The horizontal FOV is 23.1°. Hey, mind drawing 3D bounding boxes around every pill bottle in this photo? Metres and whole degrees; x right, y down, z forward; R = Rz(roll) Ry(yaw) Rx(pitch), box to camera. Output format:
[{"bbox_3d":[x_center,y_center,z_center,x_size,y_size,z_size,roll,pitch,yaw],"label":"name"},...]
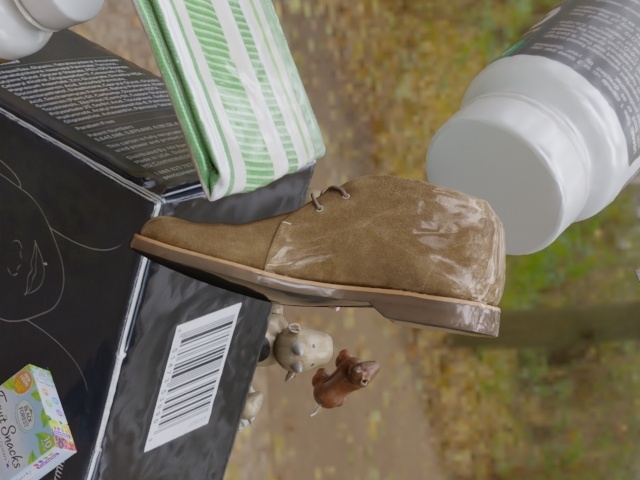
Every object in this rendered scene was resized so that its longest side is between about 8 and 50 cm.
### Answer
[{"bbox_3d":[-0.329,-0.233,1.516,0.131,0.229,0.131,31,53,-54],"label":"pill bottle"},{"bbox_3d":[0.285,-0.148,1.767,0.361,0.204,0.204,-42,132,-40],"label":"pill bottle"}]

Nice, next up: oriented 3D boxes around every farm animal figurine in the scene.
[{"bbox_3d":[-0.066,0.108,2.156,0.172,0.326,0.330,-80,156,-74],"label":"farm animal figurine"}]

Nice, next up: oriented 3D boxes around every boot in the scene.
[{"bbox_3d":[0.000,0.000,1.272,0.112,0.305,0.115,60,39,-85],"label":"boot"}]

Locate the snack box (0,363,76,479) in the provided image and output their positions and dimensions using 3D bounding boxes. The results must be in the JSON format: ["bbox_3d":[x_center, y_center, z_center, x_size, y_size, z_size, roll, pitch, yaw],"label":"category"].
[{"bbox_3d":[-0.319,0.205,1.573,0.037,0.141,0.100,29,30,-54],"label":"snack box"}]

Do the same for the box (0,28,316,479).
[{"bbox_3d":[-0.321,0.040,1.815,0.297,0.471,0.480,-19,132,-54],"label":"box"}]

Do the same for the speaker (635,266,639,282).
[{"bbox_3d":[0.442,0.017,1.849,0.055,0.136,0.055,43,22,-22],"label":"speaker"}]

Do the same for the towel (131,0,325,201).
[{"bbox_3d":[-0.088,-0.173,1.524,0.248,0.038,0.325,69,17,-5],"label":"towel"}]
